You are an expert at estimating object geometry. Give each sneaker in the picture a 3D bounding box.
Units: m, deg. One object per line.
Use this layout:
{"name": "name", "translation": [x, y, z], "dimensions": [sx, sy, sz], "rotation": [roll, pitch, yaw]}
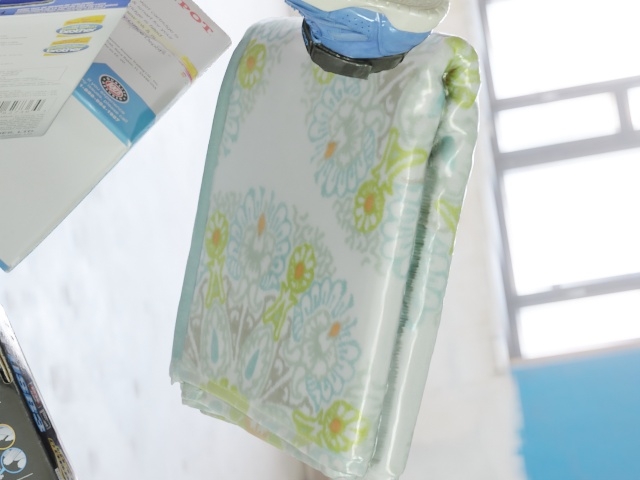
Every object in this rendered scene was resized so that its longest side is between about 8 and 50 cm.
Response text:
{"name": "sneaker", "translation": [-0.004, -0.145, 1.080], "dimensions": [0.084, 0.152, 0.058], "rotation": [-50, -143, 48]}

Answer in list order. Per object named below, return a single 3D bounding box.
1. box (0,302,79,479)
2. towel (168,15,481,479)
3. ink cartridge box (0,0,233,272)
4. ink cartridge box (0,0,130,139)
{"name": "box", "translation": [-0.319, 0.188, 1.186], "dimensions": [0.073, 0.296, 0.293], "rotation": [34, 32, -88]}
{"name": "towel", "translation": [0.000, 0.000, 1.474], "dimensions": [0.320, 0.090, 0.374], "rotation": [18, -82, 56]}
{"name": "ink cartridge box", "translation": [-0.248, -0.148, 1.586], "dimensions": [0.198, 0.197, 0.270], "rotation": [44, 30, -6]}
{"name": "ink cartridge box", "translation": [-0.256, -0.143, 1.241], "dimensions": [0.311, 0.186, 0.065], "rotation": [146, -66, -63]}
